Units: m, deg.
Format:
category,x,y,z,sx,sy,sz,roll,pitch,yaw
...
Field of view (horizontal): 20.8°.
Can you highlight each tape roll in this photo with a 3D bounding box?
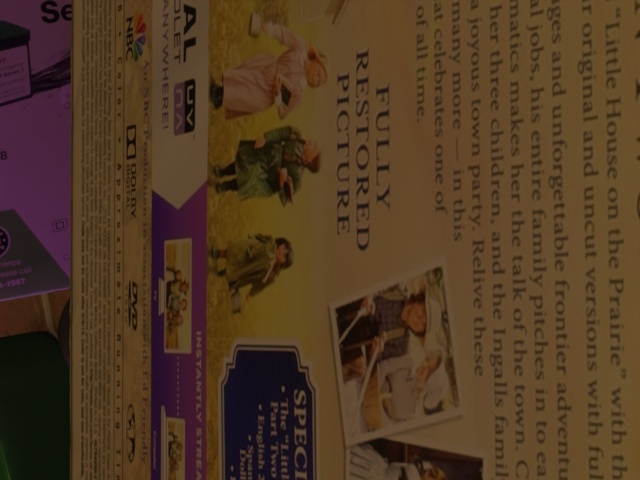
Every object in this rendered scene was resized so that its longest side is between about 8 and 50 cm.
category,x,y,z,sx,sy,sz,roll,pitch,yaw
tape roll,-0.238,0.238,1.452,0.321,0.077,0.321,170,90,-70

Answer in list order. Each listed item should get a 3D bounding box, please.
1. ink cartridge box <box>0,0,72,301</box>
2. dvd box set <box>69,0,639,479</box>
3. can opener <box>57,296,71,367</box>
category,x,y,z,sx,sy,sz,roll,pitch,yaw
ink cartridge box,-0.165,-0.086,0.978,0.092,0.160,0.219,-159,60,-65
dvd box set,0.038,0.000,0.459,0.420,0.062,0.308,-6,84,60
can opener,-0.082,0.088,0.831,0.076,0.095,0.283,53,-161,-27
